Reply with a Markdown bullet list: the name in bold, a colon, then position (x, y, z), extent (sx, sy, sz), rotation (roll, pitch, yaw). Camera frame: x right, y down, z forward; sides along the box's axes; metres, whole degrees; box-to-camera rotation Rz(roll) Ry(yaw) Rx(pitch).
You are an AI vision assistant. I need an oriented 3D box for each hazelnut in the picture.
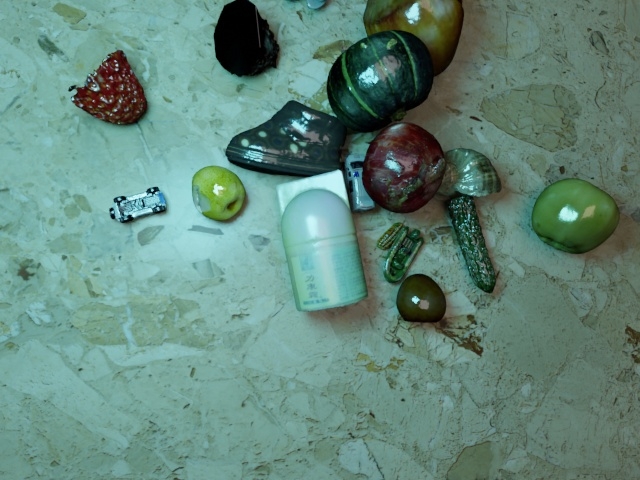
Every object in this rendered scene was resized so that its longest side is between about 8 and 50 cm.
- **hazelnut**: position (0.316, -0.719, 1.398), extent (0.372, 0.315, 0.373), rotation (14, 73, -53)

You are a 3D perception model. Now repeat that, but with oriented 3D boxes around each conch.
- **conch**: position (0.497, -0.239, 1.454), extent (0.291, 0.210, 0.159), rotation (-13, 106, -23)

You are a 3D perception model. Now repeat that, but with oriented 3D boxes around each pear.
- **pear**: position (-0.327, -0.153, 1.336), extent (0.177, 0.178, 0.178), rotation (1, 86, -9)

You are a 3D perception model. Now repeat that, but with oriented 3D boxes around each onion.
- **onion**: position (0.261, -0.219, 1.310), extent (0.276, 0.276, 0.277), rotation (1, 86, -9)

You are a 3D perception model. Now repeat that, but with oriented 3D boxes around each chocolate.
- **chocolate**: position (0.336, 0.192, 1.419), extent (0.176, 0.177, 0.177), rotation (1, 86, -9)
- **chocolate**: position (-0.220, -0.648, 1.413), extent (0.177, 0.206, 0.224), rotation (-14, 101, -53)

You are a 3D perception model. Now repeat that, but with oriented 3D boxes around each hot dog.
- **hot dog**: position (0.245, -0.016, 1.477), extent (0.049, 0.037, 0.122), rotation (43, 82, -8)

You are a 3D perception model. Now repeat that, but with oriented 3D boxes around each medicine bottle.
- **medicine bottle**: position (0.000, 0.000, 1.337), extent (0.235, 0.235, 0.407), rotation (-11, 89, -9)

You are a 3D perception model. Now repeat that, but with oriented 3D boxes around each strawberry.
- **strawberry**: position (-0.620, -0.446, 1.294), extent (0.178, 0.234, 0.234), rotation (41, 81, -25)

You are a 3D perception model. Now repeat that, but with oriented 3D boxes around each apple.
- **apple**: position (0.881, -0.082, 1.477), extent (0.262, 0.262, 0.263), rotation (1, 86, -9)

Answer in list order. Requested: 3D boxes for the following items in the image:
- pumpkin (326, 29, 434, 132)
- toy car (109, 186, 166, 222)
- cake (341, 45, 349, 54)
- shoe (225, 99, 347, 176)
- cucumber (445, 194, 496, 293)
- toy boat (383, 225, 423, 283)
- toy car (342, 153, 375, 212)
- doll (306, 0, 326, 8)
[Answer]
- **pumpkin**: position (0.174, -0.466, 1.258), extent (0.323, 0.323, 0.241), rotation (-27, 88, -10)
- **toy car**: position (-0.574, -0.107, 1.337), extent (0.170, 0.070, 0.080), rotation (-18, 90, -11)
- **cake**: position (0.119, -0.572, 1.492), extent (0.109, 0.090, 0.226), rotation (6, 67, -7)
- **shoe**: position (-0.105, -0.332, 1.372), extent (0.383, 0.171, 0.237), rotation (5, 92, -10)
- **cucumber**: position (0.538, 0.015, 1.496), extent (0.096, 0.096, 0.360), rotation (-18, 92, -10)
- **toy boat**: position (0.281, 0.051, 1.468), extent (0.104, 0.052, 0.210), rotation (35, 81, -24)
- **toy car**: position (0.132, -0.198, 1.434), extent (0.089, 0.108, 0.210), rotation (-4, 87, -9)
- **doll**: position (-0.033, -0.915, 1.433), extent (0.194, 0.153, 0.258), rotation (31, 77, -20)
